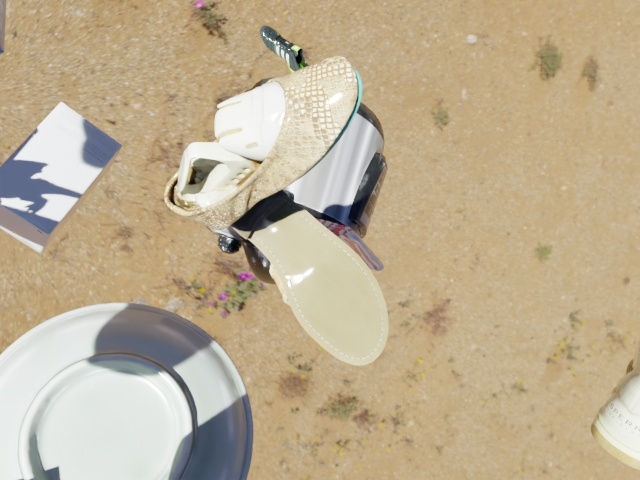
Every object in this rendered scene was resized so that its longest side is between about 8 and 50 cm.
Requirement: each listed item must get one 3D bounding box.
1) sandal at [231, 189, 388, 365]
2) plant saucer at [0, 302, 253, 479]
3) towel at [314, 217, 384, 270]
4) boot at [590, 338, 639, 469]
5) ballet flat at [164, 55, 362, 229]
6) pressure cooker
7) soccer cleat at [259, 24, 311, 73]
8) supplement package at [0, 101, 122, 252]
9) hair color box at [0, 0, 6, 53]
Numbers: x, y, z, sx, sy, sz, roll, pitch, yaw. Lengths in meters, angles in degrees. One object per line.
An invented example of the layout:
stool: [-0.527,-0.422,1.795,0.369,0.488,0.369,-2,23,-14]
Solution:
sandal: [-0.017,0.018,0.598,0.088,0.079,0.240,-41,93,0]
plant saucer: [-0.285,0.269,0.788,0.401,0.100,0.399,5,68,-14]
towel: [0.000,0.000,0.974,0.144,0.197,0.029,42,69,-52]
boot: [0.317,0.078,0.468,0.213,0.077,0.164,-15,126,-35]
ballet flat: [-0.055,-0.063,0.414,0.067,0.206,0.073,9,60,-35]
pressure cooker: [-0.069,-0.106,1.324,0.370,0.376,0.419,27,73,-37]
soccer cleat: [-0.090,-0.518,1.567,0.179,0.072,0.060,46,58,-13]
supplement package: [-0.651,-0.149,1.394,0.175,0.178,0.292,37,58,-17]
hair color box: [-0.783,-0.496,1.220,0.186,0.374,0.113,-24,141,1]
